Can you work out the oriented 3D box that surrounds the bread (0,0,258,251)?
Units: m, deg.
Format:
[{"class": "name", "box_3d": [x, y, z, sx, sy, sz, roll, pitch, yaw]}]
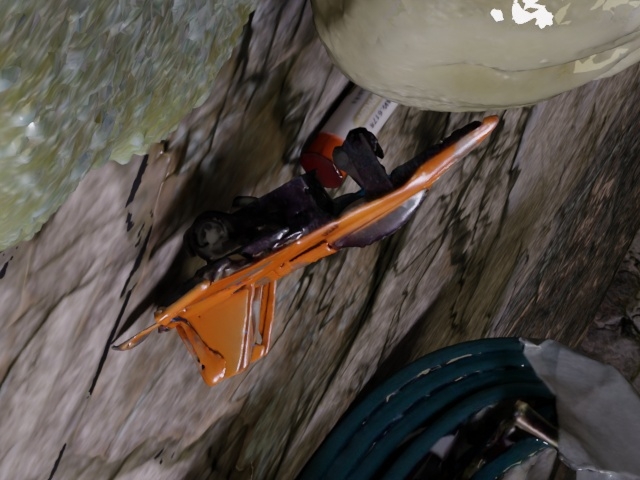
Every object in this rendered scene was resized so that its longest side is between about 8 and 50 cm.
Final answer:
[{"class": "bread", "box_3d": [-0.060, -0.086, 0.438, 0.207, 0.056, 0.286, -65, 165, 14]}]

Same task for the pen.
[{"class": "pen", "box_3d": [0.058, -0.114, 0.879, 0.218, 0.026, 0.026, -54, 166, -23]}]

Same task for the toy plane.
[{"class": "toy plane", "box_3d": [-0.007, -0.010, 0.720, 0.188, 0.062, 0.135, -44, 174, 26]}]

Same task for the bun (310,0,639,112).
[{"class": "bun", "box_3d": [0.099, -0.151, 0.668, 0.259, 0.160, 0.259, -54, 169, -16]}]

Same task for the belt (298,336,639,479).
[{"class": "belt", "box_3d": [0.116, 0.272, 1.325, 0.436, 0.300, 0.173, -51, 165, -33]}]
